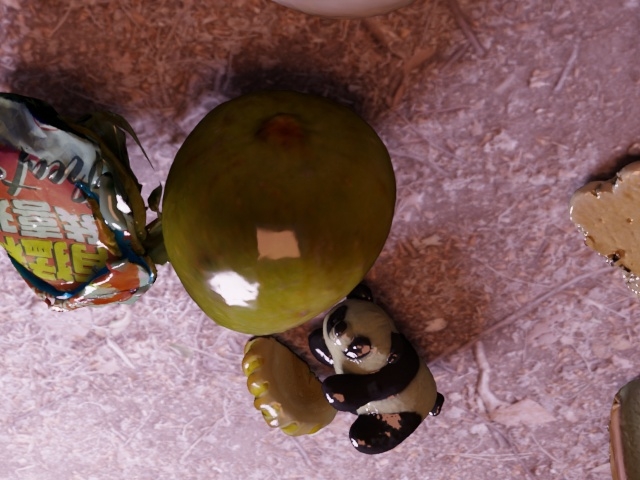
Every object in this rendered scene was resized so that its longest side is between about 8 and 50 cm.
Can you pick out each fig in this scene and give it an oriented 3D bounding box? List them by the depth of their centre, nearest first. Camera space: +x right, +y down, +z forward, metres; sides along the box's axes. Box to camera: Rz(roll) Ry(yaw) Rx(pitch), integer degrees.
[{"bbox_3d":[-0.057,-0.012,1.629,0.258,0.258,0.326,11,138,-10],"label":"fig"}]

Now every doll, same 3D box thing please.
[{"bbox_3d":[0.065,0.170,1.883,0.135,0.143,0.234,-29,126,4],"label":"doll"}]

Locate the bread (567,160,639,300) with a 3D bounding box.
[{"bbox_3d":[0.427,-0.012,1.774,0.182,0.039,0.251,-29,126,23],"label":"bread"}]

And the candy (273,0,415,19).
[{"bbox_3d":[-0.031,-0.380,1.346,0.427,0.186,0.386,16,134,-7],"label":"candy"}]

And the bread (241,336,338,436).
[{"bbox_3d":[-0.048,0.211,1.933,0.083,0.094,0.157,-31,123,33],"label":"bread"}]

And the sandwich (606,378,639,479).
[{"bbox_3d":[0.465,0.324,1.986,0.108,0.186,0.220,-8,132,4],"label":"sandwich"}]

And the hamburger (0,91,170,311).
[{"bbox_3d":[-0.275,-0.057,1.658,0.260,0.150,0.276,36,138,10],"label":"hamburger"}]
